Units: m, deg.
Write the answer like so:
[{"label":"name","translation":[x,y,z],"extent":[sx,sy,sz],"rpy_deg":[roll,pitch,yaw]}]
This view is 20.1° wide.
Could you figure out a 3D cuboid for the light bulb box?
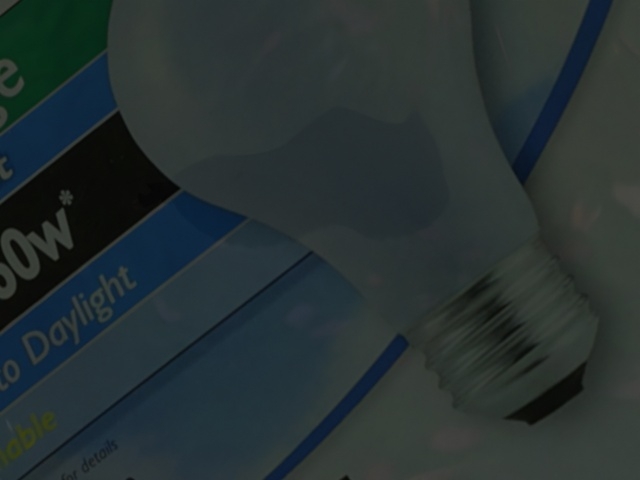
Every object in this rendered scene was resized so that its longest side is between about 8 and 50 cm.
[{"label":"light bulb box","translation":[0.000,0.000,0.759],"extent":[0.358,0.225,0.361],"rpy_deg":[-39,-105,9]}]
